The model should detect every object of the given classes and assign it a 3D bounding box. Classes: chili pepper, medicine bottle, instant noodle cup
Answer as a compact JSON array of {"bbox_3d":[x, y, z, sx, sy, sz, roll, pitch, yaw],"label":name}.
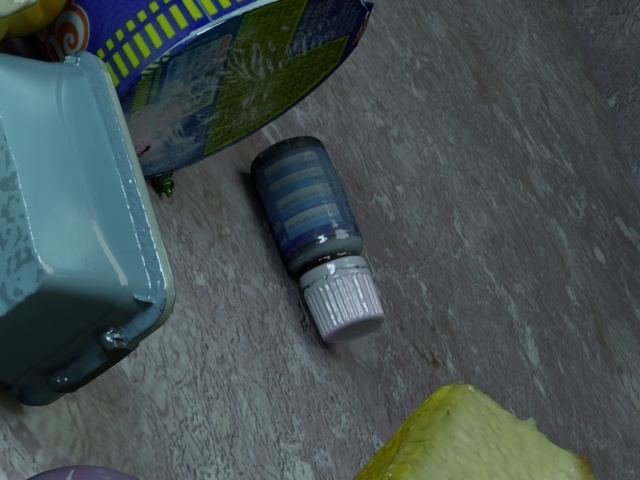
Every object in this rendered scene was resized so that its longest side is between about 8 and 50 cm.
[{"bbox_3d":[-0.153,-0.076,1.593,0.083,0.022,0.027,58,-12,-4],"label":"chili pepper"},{"bbox_3d":[0.000,0.000,1.753,0.083,0.083,0.203,18,45,-61],"label":"medicine bottle"},{"bbox_3d":[-0.155,-0.250,1.506,0.312,0.284,0.284,58,20,13],"label":"instant noodle cup"}]

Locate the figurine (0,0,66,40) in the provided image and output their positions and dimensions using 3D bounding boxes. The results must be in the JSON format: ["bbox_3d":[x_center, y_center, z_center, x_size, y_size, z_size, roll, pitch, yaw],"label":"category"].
[{"bbox_3d":[-0.291,-0.220,1.316,0.246,0.131,0.156,34,43,-42],"label":"figurine"}]

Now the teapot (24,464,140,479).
[{"bbox_3d":[-0.127,0.212,1.101,0.116,0.146,0.148,17,47,-61],"label":"teapot"}]

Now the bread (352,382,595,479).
[{"bbox_3d":[0.006,0.272,1.071,0.143,0.333,0.323,41,25,1],"label":"bread"}]

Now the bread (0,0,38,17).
[{"bbox_3d":[-0.255,-0.216,1.189,0.134,0.141,0.148,8,85,-42],"label":"bread"}]

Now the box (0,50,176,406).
[{"bbox_3d":[-0.204,-0.014,1.212,0.130,0.162,0.227,14,50,-49],"label":"box"}]
